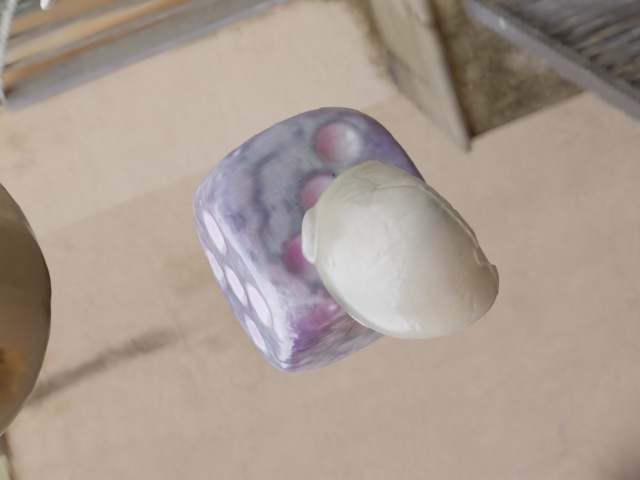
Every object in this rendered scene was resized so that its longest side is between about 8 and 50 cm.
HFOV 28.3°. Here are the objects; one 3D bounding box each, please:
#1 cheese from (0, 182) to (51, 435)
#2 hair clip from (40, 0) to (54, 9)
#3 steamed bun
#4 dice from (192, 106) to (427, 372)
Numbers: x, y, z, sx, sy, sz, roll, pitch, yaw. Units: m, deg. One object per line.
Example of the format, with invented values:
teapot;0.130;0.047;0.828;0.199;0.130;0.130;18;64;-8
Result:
cheese;-0.267;0.036;0.747;0.117;0.218;0.235;26;-140;-61
hair clip;-0.221;-0.380;1.452;0.113;0.282;0.172;61;173;-13
steamed bun;0.065;0.017;1.229;0.177;0.131;0.228;56;170;-29
dice;0.000;0.000;1.730;0.271;0.270;0.270;57;164;18
